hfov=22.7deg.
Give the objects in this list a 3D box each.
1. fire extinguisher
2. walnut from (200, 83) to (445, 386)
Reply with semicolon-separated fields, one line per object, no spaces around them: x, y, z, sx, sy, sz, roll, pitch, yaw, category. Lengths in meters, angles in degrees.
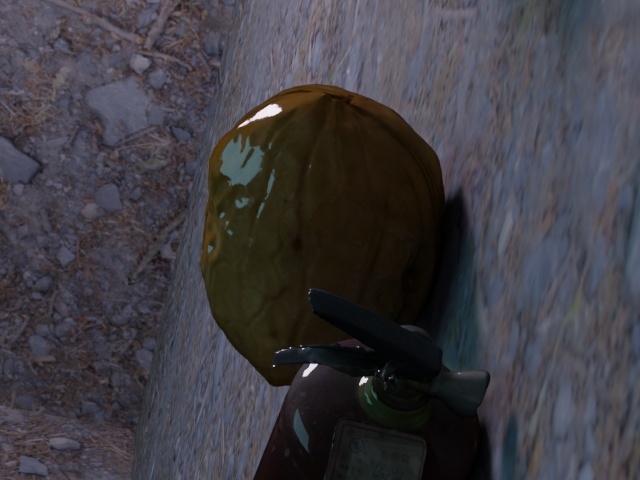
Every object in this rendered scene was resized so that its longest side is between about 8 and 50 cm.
0.007;0.124;0.762;0.269;0.104;0.105;110;168;-47;fire extinguisher
0.000;0.000;0.893;0.144;0.144;0.180;-100;20;-69;walnut
